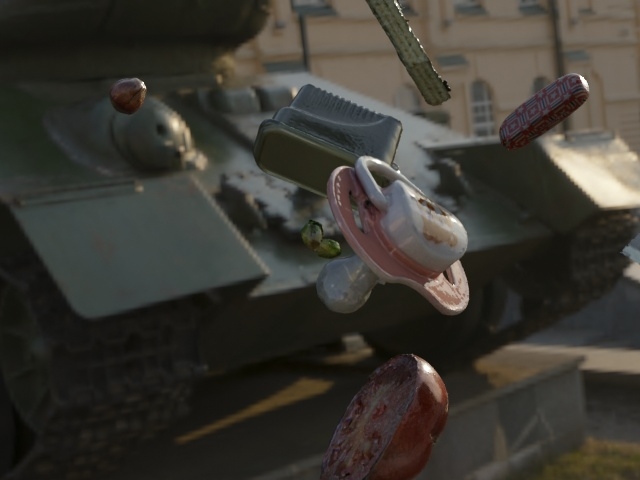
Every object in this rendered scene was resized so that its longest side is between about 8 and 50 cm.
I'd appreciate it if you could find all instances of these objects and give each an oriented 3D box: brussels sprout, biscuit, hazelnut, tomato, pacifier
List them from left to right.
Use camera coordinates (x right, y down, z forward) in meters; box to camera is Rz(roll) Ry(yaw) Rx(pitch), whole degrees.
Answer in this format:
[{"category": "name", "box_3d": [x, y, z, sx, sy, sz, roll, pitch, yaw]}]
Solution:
[{"category": "hazelnut", "box_3d": [-0.403, -0.305, 2.365, 0.086, 0.086, 0.086, -6, 5, 1]}, {"category": "brussels sprout", "box_3d": [0.000, 0.001, 2.025, 0.051, 0.083, 0.046, -41, -11, -37]}, {"category": "tomato", "box_3d": [0.089, 0.258, 1.472, 0.085, 0.225, 0.225, 35, -7, -15]}, {"category": "pacifier", "box_3d": [0.114, 0.012, 1.831, 0.332, 0.273, 0.220, 28, -2, -38]}, {"category": "biscuit", "box_3d": [0.124, -0.317, 1.716, 0.046, 0.250, 0.147, -30, 2, 9]}]

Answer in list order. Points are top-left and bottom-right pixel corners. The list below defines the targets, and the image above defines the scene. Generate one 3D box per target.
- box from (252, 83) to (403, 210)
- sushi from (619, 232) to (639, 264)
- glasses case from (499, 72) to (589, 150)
[{"category": "box", "box_3d": [0.021, -0.188, 2.210, 0.274, 0.138, 0.178, 24, 48, 0]}, {"category": "sushi", "box_3d": [0.579, 0.067, 1.402, 0.359, 0.064, 0.343, 36, 41, 19]}, {"category": "glasses case", "box_3d": [0.419, -0.240, 2.106, 0.049, 0.073, 0.194, 30, -50, -34]}]
